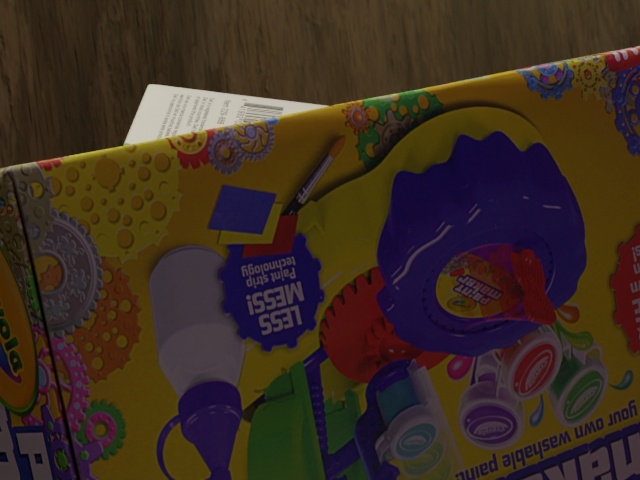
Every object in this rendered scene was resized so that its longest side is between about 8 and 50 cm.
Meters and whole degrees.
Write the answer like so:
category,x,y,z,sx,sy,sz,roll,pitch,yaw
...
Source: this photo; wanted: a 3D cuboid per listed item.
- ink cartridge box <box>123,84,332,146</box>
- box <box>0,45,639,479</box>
category,x,y,z,sx,sy,sz,roll,pitch,yaw
ink cartridge box,0.000,0.000,1.258,0.289,0.121,0.211,7,30,3
box,-0.042,0.050,0.662,0.290,0.177,0.279,-14,4,-40
